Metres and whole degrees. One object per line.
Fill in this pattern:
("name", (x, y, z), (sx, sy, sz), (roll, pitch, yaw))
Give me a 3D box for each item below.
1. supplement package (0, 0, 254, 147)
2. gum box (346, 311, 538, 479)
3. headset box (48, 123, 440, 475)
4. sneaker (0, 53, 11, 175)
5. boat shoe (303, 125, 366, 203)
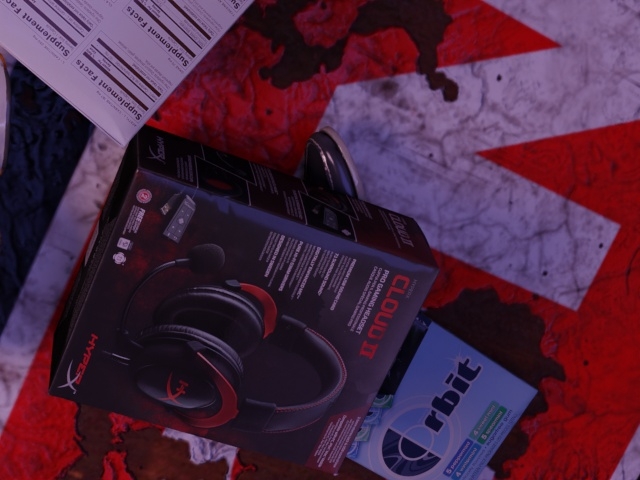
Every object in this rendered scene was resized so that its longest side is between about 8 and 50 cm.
("supplement package", (-0.153, -0.207, 0.941), (0.203, 0.194, 0.149), (-48, 118, -2))
("gum box", (0.104, 0.167, 1.261), (0.184, 0.041, 0.157), (33, 92, -29))
("headset box", (-0.054, 0.057, 1.070), (0.293, 0.110, 0.218), (19, 111, -17))
("sneaker", (-0.313, -0.022, 1.001), (0.121, 0.099, 0.262), (3, 98, -16))
("boat shoe", (0.000, 0.000, 1.144), (0.065, 0.075, 0.206), (-15, 117, -22))
